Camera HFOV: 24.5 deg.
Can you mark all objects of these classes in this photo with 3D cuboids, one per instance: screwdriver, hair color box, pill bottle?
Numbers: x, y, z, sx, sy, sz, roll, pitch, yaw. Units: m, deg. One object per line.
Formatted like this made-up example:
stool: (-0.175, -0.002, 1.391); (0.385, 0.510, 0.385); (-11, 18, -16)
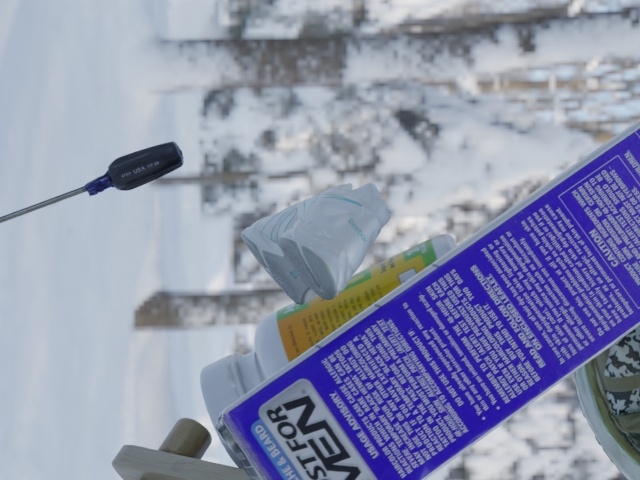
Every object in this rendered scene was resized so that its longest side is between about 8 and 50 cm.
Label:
screwdriver: (-0.173, -0.028, 1.013); (0.024, 0.170, 0.025); (-106, 170, -51)
hair color box: (0.099, 0.058, 0.938); (0.110, 0.339, 0.185); (57, -9, 5)
pill bottle: (0.028, 0.104, 1.260); (0.136, 0.245, 0.136); (63, 7, -14)

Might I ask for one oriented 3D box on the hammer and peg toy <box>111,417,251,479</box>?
hammer and peg toy: (0.009, 0.276, 1.244); (0.127, 0.361, 0.266); (-57, 133, -31)

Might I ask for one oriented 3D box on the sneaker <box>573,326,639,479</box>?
sneaker: (0.326, 0.172, 1.067); (0.410, 0.158, 0.182); (66, -20, 9)

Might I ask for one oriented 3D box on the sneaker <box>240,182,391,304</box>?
sneaker: (0.000, 0.000, 0.830); (0.054, 0.061, 0.152); (50, -14, -12)
